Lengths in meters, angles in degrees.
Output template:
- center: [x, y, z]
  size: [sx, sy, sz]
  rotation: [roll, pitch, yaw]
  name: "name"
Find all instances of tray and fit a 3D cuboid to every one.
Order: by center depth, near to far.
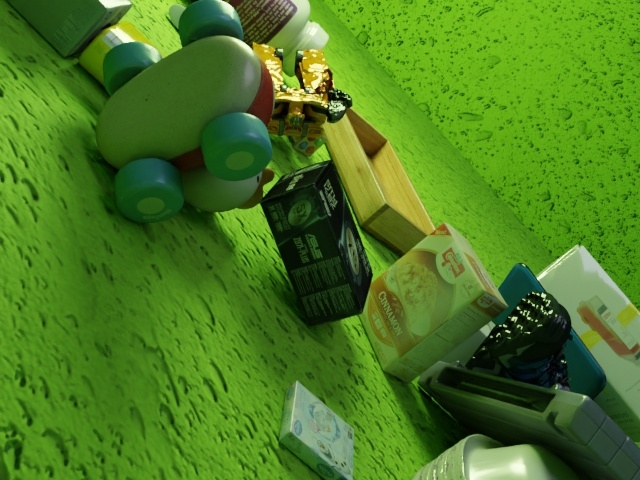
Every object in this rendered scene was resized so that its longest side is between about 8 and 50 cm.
- center: [0.116, -0.129, 1.701]
  size: [0.203, 0.076, 0.410]
  rotation: [34, 22, -36]
  name: "tray"

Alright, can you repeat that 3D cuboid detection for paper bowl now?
- center: [0.241, 0.349, 0.921]
  size: [0.284, 0.148, 0.284]
  rotation: [43, 20, -20]
  name: "paper bowl"

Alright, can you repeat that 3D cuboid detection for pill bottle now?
- center: [-0.130, -0.491, 1.712]
  size: [0.301, 0.169, 0.169]
  rotation: [42, 20, -20]
  name: "pill bottle"

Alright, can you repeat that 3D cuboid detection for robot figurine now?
- center: [-0.054, -0.277, 1.502]
  size: [0.211, 0.085, 0.291]
  rotation: [3, 37, -8]
  name: "robot figurine"

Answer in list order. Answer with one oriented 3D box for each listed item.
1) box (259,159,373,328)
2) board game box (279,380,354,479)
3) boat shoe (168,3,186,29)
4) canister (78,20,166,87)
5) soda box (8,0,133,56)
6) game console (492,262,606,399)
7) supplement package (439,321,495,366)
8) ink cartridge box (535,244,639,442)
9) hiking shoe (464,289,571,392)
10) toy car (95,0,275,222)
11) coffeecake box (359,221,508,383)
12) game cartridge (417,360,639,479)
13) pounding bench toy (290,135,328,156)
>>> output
- center: [0.000, 0.000, 1.074]
  size: [0.147, 0.078, 0.180]
  rotation: [-61, 132, -71]
  name: "box"
- center: [-0.002, 0.204, 0.853]
  size: [0.090, 0.020, 0.090]
  rotation: [44, 19, -15]
  name: "board game box"
- center: [-0.239, -0.383, 1.474]
  size: [0.100, 0.035, 0.035]
  rotation: [48, -9, 10]
  name: "boat shoe"
- center: [-0.225, -0.206, 1.082]
  size: [0.170, 0.073, 0.126]
  rotation: [43, 19, -11]
  name: "canister"
- center: [-0.380, -0.369, 1.025]
  size: [0.286, 0.091, 0.098]
  rotation: [45, 20, -9]
  name: "soda box"
- center: [0.455, 0.224, 1.608]
  size: [0.250, 0.173, 0.293]
  rotation: [25, 31, -50]
  name: "game console"
- center: [0.248, 0.187, 1.316]
  size: [0.179, 0.105, 0.105]
  rotation: [44, 18, -13]
  name: "supplement package"
- center: [0.577, 0.229, 1.730]
  size: [0.384, 0.160, 0.279]
  rotation: [53, -11, 11]
  name: "ink cartridge box"
- center: [0.295, 0.158, 1.103]
  size: [0.132, 0.113, 0.304]
  rotation: [37, -15, 9]
  name: "hiking shoe"
- center: [-0.120, -0.113, 0.969]
  size: [0.238, 0.210, 0.219]
  rotation: [45, 25, -54]
  name: "toy car"
- center: [0.152, 0.089, 1.168]
  size: [0.068, 0.185, 0.142]
  rotation: [32, 24, -41]
  name: "coffeecake box"
- center: [0.295, 0.261, 1.068]
  size: [0.230, 0.068, 0.355]
  rotation: [40, -14, -16]
  name: "game cartridge"
- center: [-0.019, -0.197, 1.560]
  size: [0.083, 0.052, 0.065]
  rotation: [25, 30, -51]
  name: "pounding bench toy"
